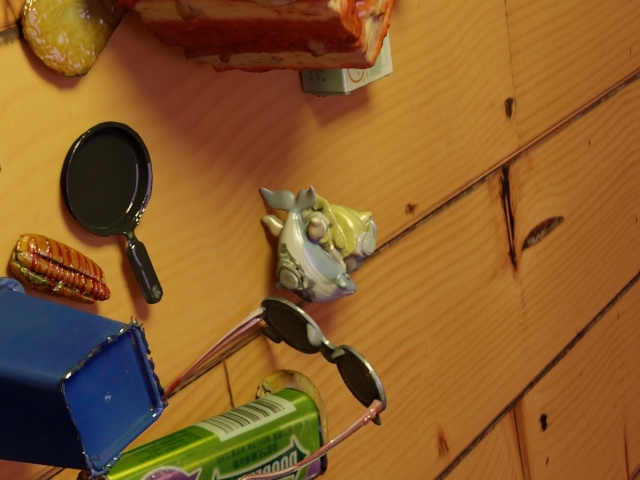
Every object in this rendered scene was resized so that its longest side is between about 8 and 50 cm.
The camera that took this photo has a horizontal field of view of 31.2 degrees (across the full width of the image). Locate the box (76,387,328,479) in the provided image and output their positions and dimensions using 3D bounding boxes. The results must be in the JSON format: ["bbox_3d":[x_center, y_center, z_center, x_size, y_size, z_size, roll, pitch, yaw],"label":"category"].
[{"bbox_3d":[-0.139,0.298,1.462,0.346,0.097,0.134,-15,106,-45],"label":"box"}]

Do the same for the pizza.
[{"bbox_3d":[-0.056,0.320,1.657,0.181,0.034,0.262,32,69,-50],"label":"pizza"}]

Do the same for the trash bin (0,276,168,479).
[{"bbox_3d":[-0.292,0.145,1.143,0.184,0.235,0.162,-41,128,-45],"label":"trash bin"}]

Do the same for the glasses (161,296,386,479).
[{"bbox_3d":[-0.072,0.208,1.485,0.268,0.234,0.118,-35,149,-31],"label":"glasses"}]

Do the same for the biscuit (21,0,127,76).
[{"bbox_3d":[-0.256,-0.296,1.300,0.118,0.029,0.247,50,56,-41],"label":"biscuit"}]

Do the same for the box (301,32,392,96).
[{"bbox_3d":[0.023,-0.348,1.623,0.135,0.079,0.269,-31,119,-48],"label":"box"}]

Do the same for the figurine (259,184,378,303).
[{"bbox_3d":[0.000,0.000,1.612,0.184,0.128,0.208,-53,129,-37],"label":"figurine"}]

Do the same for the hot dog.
[{"bbox_3d":[-0.290,0.037,1.297,0.144,0.038,0.062,33,69,-51],"label":"hot dog"}]

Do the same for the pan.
[{"bbox_3d":[-0.238,-0.028,1.364,0.136,0.028,0.235,-38,122,-43],"label":"pan"}]

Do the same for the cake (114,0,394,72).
[{"bbox_3d":[-0.059,-0.354,1.320,0.319,0.270,0.270,35,63,-62],"label":"cake"}]
